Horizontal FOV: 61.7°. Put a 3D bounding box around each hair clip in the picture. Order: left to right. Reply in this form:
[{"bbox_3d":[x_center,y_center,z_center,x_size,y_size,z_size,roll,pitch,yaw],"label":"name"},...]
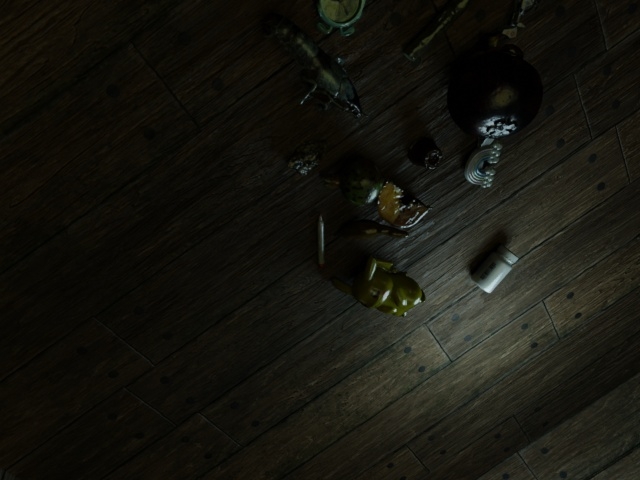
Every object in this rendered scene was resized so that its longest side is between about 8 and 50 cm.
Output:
[{"bbox_3d":[0.584,-0.291,1.948,0.140,0.054,0.220,-9,124,-21],"label":"hair clip"}]

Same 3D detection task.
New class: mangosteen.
[{"bbox_3d":[0.547,-0.471,1.712,0.296,0.293,0.297,-18,149,-11],"label":"mangosteen"}]

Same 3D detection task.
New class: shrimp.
[{"bbox_3d":[-0.010,-0.493,1.575,0.222,0.166,0.410,-56,129,-16],"label":"shrimp"}]

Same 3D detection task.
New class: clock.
[{"bbox_3d":[0.052,-0.689,1.536,0.148,0.060,0.189,2,118,-20],"label":"clock"}]

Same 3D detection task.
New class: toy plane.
[{"bbox_3d":[0.648,-0.747,1.711,0.078,0.053,0.197,11,114,-14],"label":"toy plane"}]

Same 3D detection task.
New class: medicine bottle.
[{"bbox_3d":[0.709,0.114,2.179,0.102,0.103,0.187,29,106,-29],"label":"medicine bottle"}]

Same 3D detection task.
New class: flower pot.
[{"bbox_3d":[0.371,-0.292,1.847,0.111,0.089,0.111,-8,120,-14],"label":"flower pot"}]

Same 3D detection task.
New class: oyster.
[{"bbox_3d":[-0.032,-0.272,1.749,0.103,0.051,0.148,36,92,-38],"label":"oyster"}]

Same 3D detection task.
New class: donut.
[{"bbox_3d":[0.269,-0.133,1.906,0.217,0.085,0.141,33,105,-29],"label":"donut"}]

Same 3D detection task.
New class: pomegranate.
[{"bbox_3d":[0.112,-0.198,1.786,0.204,0.159,0.159,2,121,9],"label":"pomegranate"}]

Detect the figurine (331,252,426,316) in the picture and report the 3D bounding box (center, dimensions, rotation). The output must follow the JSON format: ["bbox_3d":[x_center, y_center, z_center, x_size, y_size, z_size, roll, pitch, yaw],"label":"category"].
[{"bbox_3d":[0.238,0.175,2.017,0.326,0.169,0.218,14,136,-31],"label":"figurine"}]

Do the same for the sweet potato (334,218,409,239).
[{"bbox_3d":[0.180,-0.040,1.911,0.269,0.075,0.075,1,121,11],"label":"sweet potato"}]

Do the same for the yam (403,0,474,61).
[{"bbox_3d":[0.369,-0.668,1.655,0.274,0.061,0.061,-46,122,11],"label":"yam"}]

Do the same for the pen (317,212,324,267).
[{"bbox_3d":[0.000,0.000,1.926,0.026,0.026,0.218,-9,120,-13],"label":"pen"}]
